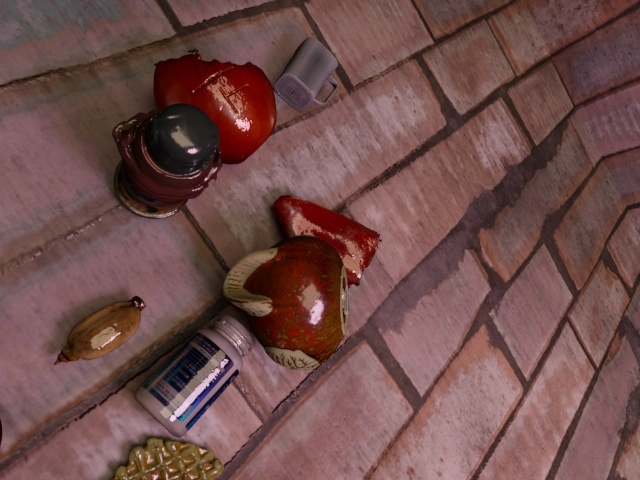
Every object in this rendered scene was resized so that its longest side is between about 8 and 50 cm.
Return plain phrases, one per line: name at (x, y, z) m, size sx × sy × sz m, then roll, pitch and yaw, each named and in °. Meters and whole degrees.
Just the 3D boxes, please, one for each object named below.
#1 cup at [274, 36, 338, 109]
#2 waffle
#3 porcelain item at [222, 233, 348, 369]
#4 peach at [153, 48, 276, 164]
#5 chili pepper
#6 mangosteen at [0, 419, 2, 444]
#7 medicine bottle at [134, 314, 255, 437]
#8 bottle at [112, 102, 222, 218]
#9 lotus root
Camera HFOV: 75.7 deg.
cup at (-0.023, -0.373, 0.952) m, size 0.128 × 0.095 × 0.129 m, roll 38°, pitch 65°, yaw -22°
waffle at (-0.253, 0.415, 0.666) m, size 0.184 × 0.036 × 0.169 m, roll 29°, pitch 67°, yaw -23°
porcelain item at (-0.066, 0.111, 0.753) m, size 0.253 × 0.253 × 0.252 m, roll 7°, pitch 76°, yaw -31°
peach at (-0.193, -0.258, 0.765) m, size 0.226 × 0.196 × 0.189 m, roll 43°, pitch 28°, yaw -20°
chili pepper at (0.000, 0.000, 0.887) m, size 0.253 × 0.136 × 0.144 m, roll 28°, pitch 110°, yaw -13°
mangosteen at (-0.488, 0.279, 0.506) m, size 0.146 × 0.181 × 0.156 m, roll 38°, pitch 30°, yaw 29°
medicine bottle at (-0.204, 0.221, 0.697) m, size 0.107 × 0.107 × 0.191 m, roll 51°, pitch 58°, yaw -12°
bottle at (-0.246, -0.130, 0.649) m, size 0.156 × 0.271 × 0.143 m, roll 4°, pitch 77°, yaw -31°
lotus root at (-0.345, 0.147, 0.652) m, size 0.072 × 0.063 × 0.152 m, roll 39°, pitch 58°, yaw 25°
